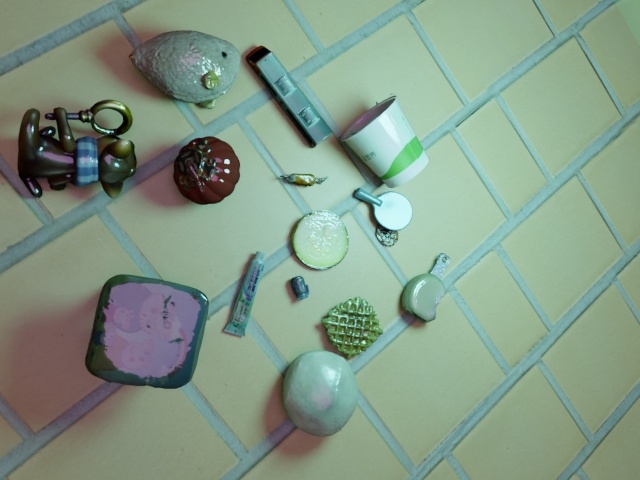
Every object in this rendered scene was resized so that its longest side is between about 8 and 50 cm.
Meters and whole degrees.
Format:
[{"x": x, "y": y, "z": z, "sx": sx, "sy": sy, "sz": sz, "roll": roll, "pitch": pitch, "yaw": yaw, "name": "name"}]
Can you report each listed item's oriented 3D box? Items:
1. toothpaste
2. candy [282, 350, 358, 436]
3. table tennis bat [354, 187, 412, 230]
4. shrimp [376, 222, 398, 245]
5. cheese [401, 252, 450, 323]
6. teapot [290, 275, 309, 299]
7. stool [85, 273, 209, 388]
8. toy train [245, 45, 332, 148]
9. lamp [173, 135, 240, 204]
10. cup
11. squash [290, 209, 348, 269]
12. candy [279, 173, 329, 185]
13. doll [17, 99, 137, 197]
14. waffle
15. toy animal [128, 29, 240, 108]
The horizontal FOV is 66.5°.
[{"x": -0.251, "y": 0.182, "z": 1.687, "sx": 0.075, "sy": 0.048, "sz": 0.296, "roll": 19, "pitch": 84, "yaw": -17, "name": "toothpaste"}, {"x": 0.005, "y": 0.526, "z": 1.677, "sx": 0.296, "sy": 0.185, "sz": 0.295, "roll": 1, "pitch": 88, "yaw": -13, "name": "candy"}, {"x": 0.238, "y": -0.131, "z": 1.851, "sx": 0.237, "sy": 0.038, "sz": 0.149, "roll": 27, "pitch": 80, "yaw": -5, "name": "table tennis bat"}, {"x": 0.258, "y": -0.059, "z": 1.876, "sx": 0.091, "sy": 0.034, "sz": 0.160, "roll": 0, "pitch": 87, "yaw": -18, "name": "shrimp"}, {"x": 0.427, "y": 0.177, "z": 1.893, "sx": 0.163, "sy": 0.082, "sz": 0.286, "roll": 39, "pitch": 75, "yaw": -13, "name": "cheese"}, {"x": -0.074, "y": 0.169, "z": 1.749, "sx": 0.049, "sy": 0.063, "sz": 0.083, "roll": -15, "pitch": 95, "yaw": 13, "name": "teapot"}, {"x": -0.523, "y": 0.270, "z": 1.495, "sx": 0.311, "sy": 0.226, "sz": 0.310, "roll": 15, "pitch": 83, "yaw": -16, "name": "stool"}, {"x": -0.113, "y": -0.524, "z": 1.756, "sx": 0.086, "sy": 0.089, "sz": 0.409, "roll": -40, "pitch": 99, "yaw": -11, "name": "toy train"}, {"x": -0.372, "y": -0.228, "z": 1.581, "sx": 0.227, "sy": 0.227, "sz": 0.226, "roll": 1, "pitch": 86, "yaw": -18, "name": "lamp"}, {"x": 0.246, "y": -0.351, "z": 1.790, "sx": 0.253, "sy": 0.253, "sz": 0.274, "roll": -45, "pitch": 107, "yaw": -16, "name": "cup"}, {"x": -0.002, "y": 0.000, "z": 1.787, "sx": 0.220, "sy": 0.041, "sz": 0.219, "roll": 0, "pitch": 92, "yaw": -18, "name": "squash"}, {"x": -0.060, "y": -0.220, "z": 1.771, "sx": 0.182, "sy": 0.053, "sz": 0.046, "roll": 1, "pitch": 99, "yaw": -19, "name": "candy"}, {"x": -0.740, "y": -0.273, "z": 1.489, "sx": 0.340, "sy": 0.209, "sz": 0.317, "roll": 4, "pitch": 118, "yaw": -16, "name": "doll"}, {"x": 0.121, "y": 0.318, "z": 1.795, "sx": 0.214, "sy": 0.054, "sz": 0.207, "roll": -35, "pitch": 94, "yaw": -23, "name": "waffle"}, {"x": -0.433, "y": -0.567, "z": 1.598, "sx": 0.359, "sy": 0.188, "sz": 0.226, "roll": -5, "pitch": 83, "yaw": -18, "name": "toy animal"}]
